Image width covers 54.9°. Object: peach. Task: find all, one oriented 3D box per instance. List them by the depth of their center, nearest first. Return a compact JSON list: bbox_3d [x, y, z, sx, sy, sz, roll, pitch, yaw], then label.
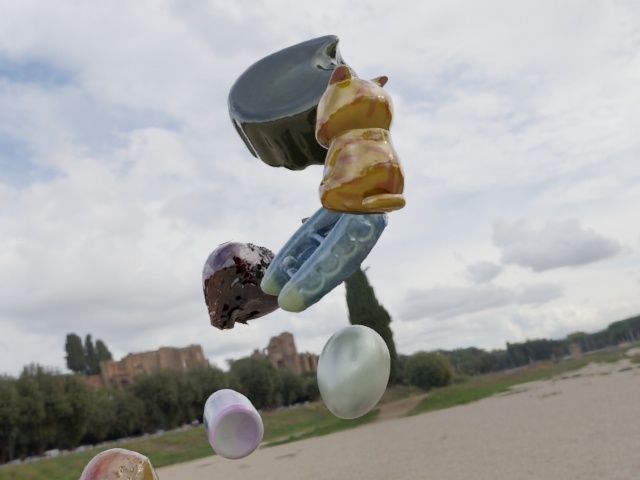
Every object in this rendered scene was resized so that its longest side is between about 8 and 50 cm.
[{"bbox_3d":[-0.503,0.632,1.534,0.232,0.233,0.232,-11,-16,-3],"label":"peach"}]

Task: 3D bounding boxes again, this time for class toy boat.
[{"bbox_3d":[0.000,0.000,1.327,0.330,0.123,0.215,-42,23,-6],"label":"toy boat"}]

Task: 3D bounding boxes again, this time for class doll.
[{"bbox_3d":[0.069,-0.165,1.126,0.162,0.270,0.166,-20,-12,33],"label":"doll"}]

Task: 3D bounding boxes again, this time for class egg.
[{"bbox_3d":[0.067,0.273,1.282,0.151,0.209,0.151,10,-45,11],"label":"egg"}]

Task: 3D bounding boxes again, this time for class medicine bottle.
[{"bbox_3d":[-0.254,0.510,1.744,0.151,0.152,0.254,-7,1,-18],"label":"medicine bottle"}]

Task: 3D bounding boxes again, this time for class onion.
[{"bbox_3d":[-0.209,0.120,1.792,0.280,0.281,0.221,-4,4,-28],"label":"onion"}]

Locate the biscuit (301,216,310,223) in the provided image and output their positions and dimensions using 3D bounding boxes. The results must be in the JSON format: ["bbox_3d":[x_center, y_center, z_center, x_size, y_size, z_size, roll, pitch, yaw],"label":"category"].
[{"bbox_3d":[0.071,-0.066,1.768,0.230,0.025,0.131,-15,-16,24],"label":"biscuit"}]

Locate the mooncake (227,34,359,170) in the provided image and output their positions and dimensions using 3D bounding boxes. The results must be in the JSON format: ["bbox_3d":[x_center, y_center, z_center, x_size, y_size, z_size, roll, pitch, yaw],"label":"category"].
[{"bbox_3d":[-0.043,-0.316,1.453,0.351,0.351,0.187,-16,-44,12],"label":"mooncake"}]
